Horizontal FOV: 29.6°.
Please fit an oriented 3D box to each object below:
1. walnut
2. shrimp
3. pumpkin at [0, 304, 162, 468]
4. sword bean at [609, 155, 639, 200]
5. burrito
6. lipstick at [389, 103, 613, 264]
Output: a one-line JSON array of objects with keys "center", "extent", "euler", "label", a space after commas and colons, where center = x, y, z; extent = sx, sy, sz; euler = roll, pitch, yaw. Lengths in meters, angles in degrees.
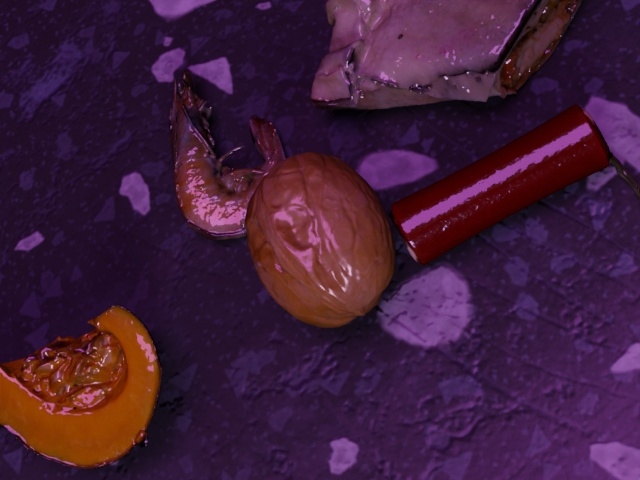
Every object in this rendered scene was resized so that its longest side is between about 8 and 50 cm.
[{"center": [0.000, 0.000, 1.329], "extent": [0.159, 0.159, 0.206], "euler": [-32, 59, 7], "label": "walnut"}, {"center": [-0.120, -0.115, 1.491], "extent": [0.143, 0.052, 0.251], "euler": [-19, 70, 2], "label": "shrimp"}, {"center": [-0.289, 0.194, 1.403], "extent": [0.278, 0.111, 0.163], "euler": [-22, 77, 11], "label": "pumpkin"}, {"center": [0.333, -0.062, 1.298], "extent": [0.012, 0.012, 0.083], "euler": [-33, 59, 6], "label": "sword bean"}, {"center": [0.152, -0.235, 1.397], "extent": [0.348, 0.107, 0.175], "euler": [-8, 81, 21], "label": "burrito"}, {"center": [0.194, -0.060, 1.316], "extent": [0.241, 0.080, 0.080], "euler": [-29, 60, 8], "label": "lipstick"}]
